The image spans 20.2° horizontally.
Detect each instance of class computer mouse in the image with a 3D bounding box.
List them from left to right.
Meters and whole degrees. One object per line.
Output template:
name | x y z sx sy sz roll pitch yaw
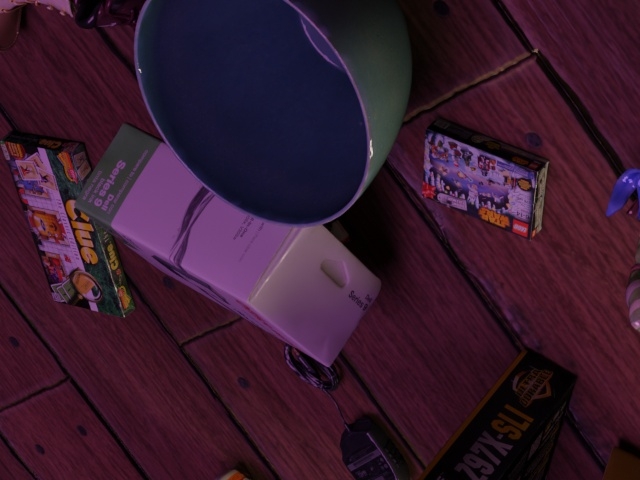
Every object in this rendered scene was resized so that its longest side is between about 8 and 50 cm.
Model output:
computer mouse | 0.036 0.220 2.262 0.071 0.041 0.242 -31 92 41

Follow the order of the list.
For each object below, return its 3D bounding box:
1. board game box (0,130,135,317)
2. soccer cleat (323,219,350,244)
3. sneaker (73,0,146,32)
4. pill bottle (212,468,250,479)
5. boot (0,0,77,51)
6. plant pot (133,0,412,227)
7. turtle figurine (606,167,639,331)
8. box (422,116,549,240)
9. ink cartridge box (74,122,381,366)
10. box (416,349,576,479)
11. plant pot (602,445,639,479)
board game box | -0.335 -0.020 2.392 0.136 0.030 0.260 8 127 34
soccer cleat | 0.000 0.000 2.117 0.083 0.029 0.036 -21 98 45
sneaker | -0.208 -0.242 1.994 0.106 0.162 0.281 15 130 33
pill bottle | -0.074 0.421 2.448 0.221 0.121 0.121 37 139 12
boot | -0.339 -0.293 2.138 0.165 0.077 0.213 26 133 21
plant pot | -0.018 -0.186 1.849 0.290 0.195 0.290 23 135 26
turtle figurine | 0.392 0.059 1.693 0.274 0.198 0.266 5 129 43
box | 0.173 -0.065 1.910 0.137 0.027 0.094 23 135 26
ink cartridge box | -0.103 0.004 2.034 0.289 0.121 0.211 27 172 36
box | 0.159 0.310 2.000 0.079 0.322 0.257 29 137 18
plant pot | 0.372 0.393 1.984 0.187 0.212 0.212 17 133 12
